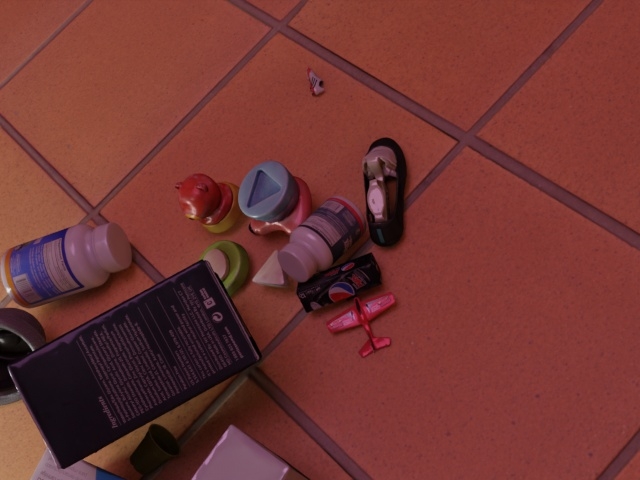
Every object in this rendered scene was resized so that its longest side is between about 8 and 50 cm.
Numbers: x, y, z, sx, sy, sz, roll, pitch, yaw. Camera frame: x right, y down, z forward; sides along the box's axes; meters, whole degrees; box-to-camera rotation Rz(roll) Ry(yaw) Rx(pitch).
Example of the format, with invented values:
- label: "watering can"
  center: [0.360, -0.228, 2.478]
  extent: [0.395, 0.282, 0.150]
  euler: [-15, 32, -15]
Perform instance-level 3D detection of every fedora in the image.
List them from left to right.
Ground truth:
- label: "fedora"
  center: [-0.727, 0.241, 2.038]
  extent: [0.275, 0.244, 0.124]
  euler: [-24, 25, 13]

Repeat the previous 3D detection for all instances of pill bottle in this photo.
- label: "pill bottle"
  center: [-0.580, 0.050, 2.098]
  extent: [0.272, 0.152, 0.152]
  euler: [-18, 55, 13]
- label: "pill bottle"
  center: [0.000, 0.000, 1.857]
  extent: [0.108, 0.108, 0.180]
  euler: [24, 53, 33]

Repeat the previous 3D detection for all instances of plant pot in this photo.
- label: "plant pot"
  center: [-0.336, 0.423, 1.816]
  extent: [0.079, 0.083, 0.083]
  euler: [-45, 52, 9]

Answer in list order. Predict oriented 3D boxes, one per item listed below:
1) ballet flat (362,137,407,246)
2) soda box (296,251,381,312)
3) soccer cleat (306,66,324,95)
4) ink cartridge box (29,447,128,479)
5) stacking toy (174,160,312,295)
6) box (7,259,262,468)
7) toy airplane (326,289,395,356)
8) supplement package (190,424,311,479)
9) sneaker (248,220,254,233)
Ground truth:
- label: "ballet flat"
  center: [0.132, -0.122, 1.908]
  extent: [0.095, 0.096, 0.281]
  euler: [-14, 56, 17]
- label: "soda box"
  center: [0.038, 0.085, 1.842]
  extent: [0.168, 0.053, 0.060]
  euler: [-22, 21, 12]
- label: "soccer cleat"
  center: [-0.012, -0.382, 2.174]
  extent: [0.035, 0.029, 0.083]
  euler: [-15, 59, 5]
- label: "ink cartridge box"
  center: [-0.460, 0.626, 1.690]
  extent: [0.285, 0.166, 0.395]
  euler: [13, 68, 30]
- label: "stacking toy"
  center: [-0.184, -0.032, 1.941]
  extent: [0.308, 0.130, 0.280]
  euler: [-8, 65, 32]
- label: "box"
  center: [-0.329, 0.228, 1.718]
  extent: [0.395, 0.293, 0.212]
  euler: [-29, 86, -6]
- label: "toy airplane"
  center: [0.091, 0.164, 1.799]
  extent: [0.151, 0.028, 0.151]
  euler: [-12, 58, 20]
- label: "supplement package"
  center: [-0.120, 0.468, 1.606]
  extent: [0.149, 0.203, 0.194]
  euler: [28, 76, 35]
- label: "sneaker"
  center: [-0.113, -0.053, 2.022]
  extent: [0.109, 0.044, 0.040]
  euler: [-37, 97, 14]
